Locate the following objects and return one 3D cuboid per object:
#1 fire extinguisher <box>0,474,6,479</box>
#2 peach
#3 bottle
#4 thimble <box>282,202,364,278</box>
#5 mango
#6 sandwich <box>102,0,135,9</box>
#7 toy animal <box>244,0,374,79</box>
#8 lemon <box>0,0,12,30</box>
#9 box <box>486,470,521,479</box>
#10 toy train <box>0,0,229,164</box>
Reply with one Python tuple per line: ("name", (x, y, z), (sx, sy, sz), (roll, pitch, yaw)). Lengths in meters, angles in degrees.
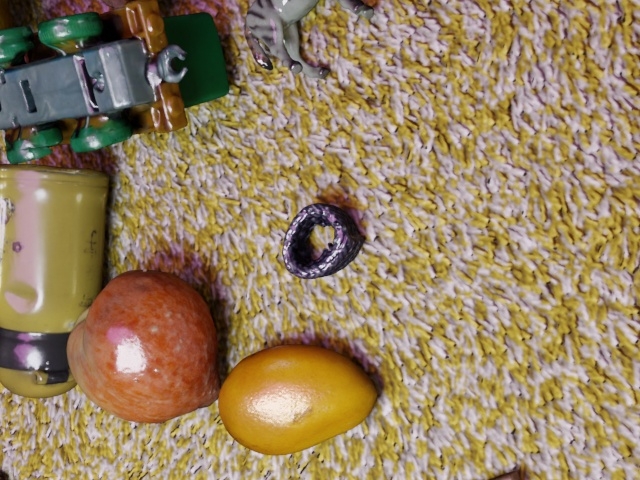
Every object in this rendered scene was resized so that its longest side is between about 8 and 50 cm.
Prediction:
("fire extinguisher", (-0.587, 0.425, 1.304), (0.231, 0.071, 0.099), (14, 123, 22))
("peach", (-0.235, 0.156, 1.092), (0.232, 0.232, 0.233), (0, 89, 24))
("bottle", (-0.420, 0.063, 1.174), (0.171, 0.171, 0.351), (5, 92, 24))
("thimble", (-0.002, 0.001, 1.045), (0.104, 0.066, 0.095), (-29, 81, 22))
("mango", (-0.031, 0.211, 1.037), (0.219, 0.112, 0.145), (-10, 85, 12))
("sandwich", (-0.252, -0.448, 1.136), (0.122, 0.128, 0.236), (29, 58, 21))
("toy animal", (-0.003, -0.340, 1.044), (0.170, 0.090, 0.255), (32, 99, 26))
("lemon", (-0.640, -0.326, 1.163), (0.336, 0.336, 0.336), (0, 89, 24))
("box", (0.194, 0.319, 0.963), (0.115, 0.048, 0.025), (-30, 69, 21))
("toy train", (-0.311, -0.231, 1.095), (0.429, 0.249, 0.178), (0, 109, 37))
